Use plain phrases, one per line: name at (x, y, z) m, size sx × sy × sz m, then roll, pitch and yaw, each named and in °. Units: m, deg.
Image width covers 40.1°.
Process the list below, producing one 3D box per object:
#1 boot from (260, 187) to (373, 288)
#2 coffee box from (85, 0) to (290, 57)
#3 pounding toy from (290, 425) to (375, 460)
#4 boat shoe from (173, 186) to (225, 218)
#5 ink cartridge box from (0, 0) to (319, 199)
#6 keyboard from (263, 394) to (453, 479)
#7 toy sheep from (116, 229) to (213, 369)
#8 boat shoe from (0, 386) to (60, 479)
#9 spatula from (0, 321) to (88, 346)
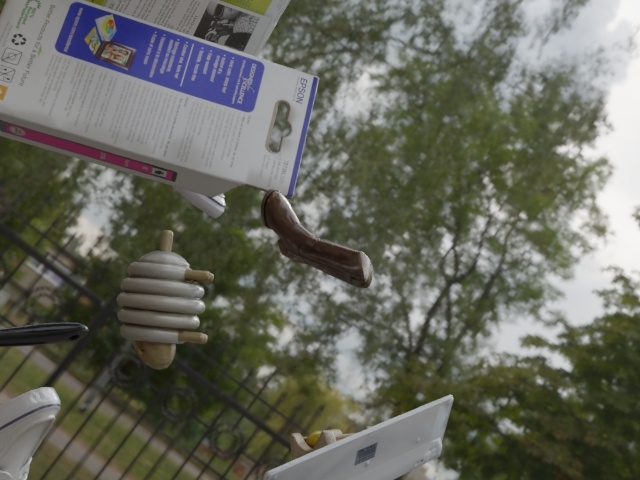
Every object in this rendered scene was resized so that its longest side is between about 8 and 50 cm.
boot at (0.000, 0.000, 0.883) m, size 0.114 × 0.037 × 0.106 m, roll 24°, pitch -25°, yaw 33°
coffee box at (-0.260, -0.454, 1.318) m, size 0.338 × 0.338 × 0.334 m, roll 41°, pitch 16°, yaw 28°
pounding toy at (-0.005, 0.327, 1.210) m, size 0.155 × 0.154 × 0.269 m, roll -1°, pitch 6°, yaw -16°
boat shoe at (-0.198, -0.126, 1.200) m, size 0.226 × 0.076 × 0.083 m, roll 45°, pitch 2°, yaw -26°
ink cartridge box at (-0.198, -0.164, 1.018) m, size 0.371 × 0.175 × 0.069 m, roll 15°, pitch -25°, yaw -8°
keyboard at (0.039, 0.206, 0.818) m, size 0.014 × 0.072 × 0.256 m, roll 22°, pitch 23°, yaw 41°
toy sheep at (-0.149, 0.056, 0.831) m, size 0.091 × 0.132 × 0.091 m, roll 5°, pitch -9°, yaw 1°
boat shoe at (-0.378, 0.274, 1.020) m, size 0.084 × 0.258 × 0.095 m, roll 52°, pitch 22°, yaw 21°
spatula at (-0.388, 0.096, 0.911) m, size 0.297 × 0.030 × 0.084 m, roll 6°, pitch -35°, yaw -31°
